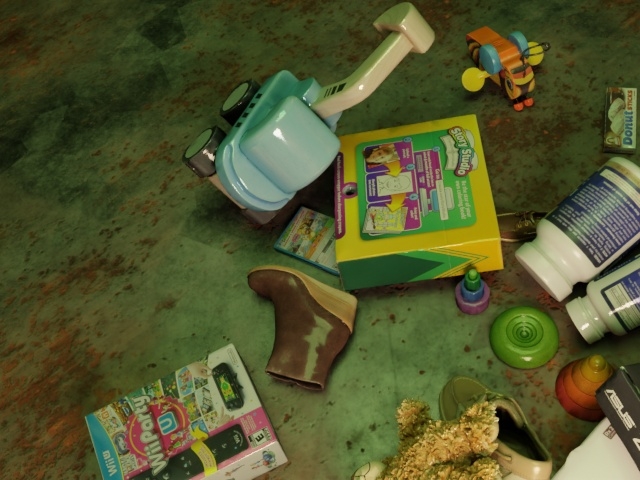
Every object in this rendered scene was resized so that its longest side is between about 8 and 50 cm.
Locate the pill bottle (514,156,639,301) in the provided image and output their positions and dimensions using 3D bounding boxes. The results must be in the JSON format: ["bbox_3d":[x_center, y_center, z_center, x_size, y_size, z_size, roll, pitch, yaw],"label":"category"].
[{"bbox_3d":[0.503,-0.017,1.477,0.265,0.153,0.153,-42,56,3],"label":"pill bottle"}]

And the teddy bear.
[{"bbox_3d":[0.155,0.360,1.212,0.113,0.338,0.245,14,73,-29],"label":"teddy bear"}]

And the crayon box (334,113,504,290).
[{"bbox_3d":[0.190,-0.084,1.620,0.313,0.106,0.363,-8,48,9],"label":"crayon box"}]

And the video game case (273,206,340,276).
[{"bbox_3d":[0.000,0.000,1.683,0.166,0.015,0.119,22,63,24],"label":"video game case"}]

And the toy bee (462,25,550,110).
[{"bbox_3d":[0.420,-0.380,1.798,0.195,0.162,0.298,-13,29,12],"label":"toy bee"}]

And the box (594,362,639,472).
[{"bbox_3d":[0.659,0.312,1.188,0.395,0.097,0.318,-5,53,-22],"label":"box"}]

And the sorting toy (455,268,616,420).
[{"bbox_3d":[0.388,0.164,1.420,0.127,0.126,0.365,-40,58,-16],"label":"sorting toy"}]

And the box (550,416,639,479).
[{"bbox_3d":[0.462,0.411,1.235,0.181,0.119,0.182,-42,58,-17],"label":"box"}]

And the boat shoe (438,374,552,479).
[{"bbox_3d":[0.287,0.299,1.275,0.122,0.110,0.341,2,20,-14],"label":"boat shoe"}]

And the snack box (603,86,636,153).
[{"bbox_3d":[0.654,-0.264,1.725,0.064,0.022,0.178,6,57,14],"label":"snack box"}]

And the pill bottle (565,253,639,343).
[{"bbox_3d":[0.542,0.104,1.412,0.187,0.112,0.112,-33,52,19],"label":"pill bottle"}]

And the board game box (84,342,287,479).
[{"bbox_3d":[-0.245,0.359,1.436,0.303,0.097,0.224,-27,54,-6],"label":"board game box"}]

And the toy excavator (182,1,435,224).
[{"bbox_3d":[-0.009,-0.257,1.608,0.445,0.222,0.433,-5,48,53],"label":"toy excavator"}]

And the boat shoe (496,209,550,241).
[{"bbox_3d":[0.417,-0.037,1.593,0.178,0.060,0.064,1,56,13],"label":"boat shoe"}]

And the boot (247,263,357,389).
[{"bbox_3d":[-0.066,0.163,1.536,0.248,0.090,0.207,17,58,18],"label":"boot"}]
